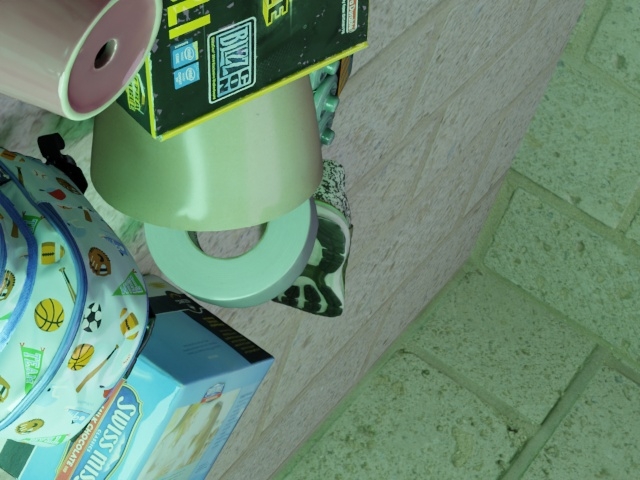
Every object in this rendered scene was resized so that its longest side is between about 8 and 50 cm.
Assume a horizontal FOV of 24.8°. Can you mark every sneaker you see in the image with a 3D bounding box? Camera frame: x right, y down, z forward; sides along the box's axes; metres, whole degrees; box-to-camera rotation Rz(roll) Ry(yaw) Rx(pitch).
[{"bbox_3d":[0.000,0.000,2.540,0.410,0.158,0.182,107,3,-62],"label":"sneaker"}]

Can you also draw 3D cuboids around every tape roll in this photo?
[{"bbox_3d":[-0.115,-0.024,1.890,0.219,0.219,0.072,-56,167,-4],"label":"tape roll"}]

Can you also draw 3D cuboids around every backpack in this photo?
[{"bbox_3d":[-0.297,0.057,1.370,0.213,0.263,0.276,10,114,-57],"label":"backpack"}]

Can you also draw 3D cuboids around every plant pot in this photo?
[{"bbox_3d":[-0.237,-0.197,1.180,0.201,0.180,0.201,-53,166,-20],"label":"plant pot"},{"bbox_3d":[-0.123,-0.193,1.524,0.256,0.256,0.274,-42,143,-45],"label":"plant pot"}]

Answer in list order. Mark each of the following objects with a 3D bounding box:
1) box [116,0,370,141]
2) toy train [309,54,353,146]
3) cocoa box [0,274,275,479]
[{"bbox_3d":[-0.070,-0.275,1.291,0.257,0.079,0.322,-26,139,-27],"label":"box"},{"bbox_3d":[-0.017,-0.249,1.922,0.190,0.142,0.334,-61,169,-24],"label":"toy train"},{"bbox_3d":[-0.252,0.202,1.905,0.231,0.228,0.347,-59,166,10],"label":"cocoa box"}]
